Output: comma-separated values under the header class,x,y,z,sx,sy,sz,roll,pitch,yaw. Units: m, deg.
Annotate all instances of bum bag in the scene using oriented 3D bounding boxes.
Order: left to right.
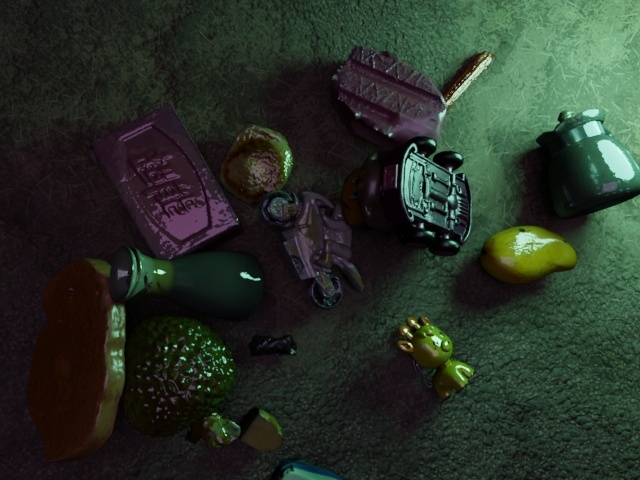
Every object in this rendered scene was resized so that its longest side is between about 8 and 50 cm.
class,x,y,z,sx,sy,sz,roll,pitch,yaw
bum bag,-0.123,0.271,1.232,0.124,0.034,0.058,1,92,-5

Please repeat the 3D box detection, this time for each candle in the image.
class,x,y,z,sx,sy,sz,roll,pitch,yaw
candle,0.383,-0.427,1.359,0.051,0.048,0.329,44,80,-13

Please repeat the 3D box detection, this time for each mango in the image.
class,x,y,z,sx,sy,sz,roll,pitch,yaw
mango,0.556,0.041,1.291,0.261,0.109,0.158,0,74,-10

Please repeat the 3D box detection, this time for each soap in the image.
class,x,y,z,sx,sy,sz,roll,pitch,yaw
soap,-0.381,-0.127,1.210,0.232,0.128,0.360,-30,86,-8
soap,0.184,-0.362,1.269,0.324,0.127,0.220,30,83,10

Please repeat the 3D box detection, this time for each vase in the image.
class,x,y,z,sx,sy,sz,roll,pitch,yaw
vase,-0.299,0.091,1.089,0.321,0.173,0.174,13,80,-45

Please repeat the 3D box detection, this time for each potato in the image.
class,x,y,z,sx,sy,sz,roll,pitch,yaw
potato,-0.142,0.473,1.192,0.103,0.066,0.096,42,105,-9

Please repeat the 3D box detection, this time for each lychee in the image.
class,x,y,z,sx,sy,sz,roll,pitch,yaw
lychee,-0.323,0.321,1.094,0.269,0.270,0.320,-6,74,-6

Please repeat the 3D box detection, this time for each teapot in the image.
class,x,y,z,sx,sy,sz,roll,pitch,yaw
teapot,0.745,-0.233,1.291,0.304,0.223,0.286,-16,78,-5

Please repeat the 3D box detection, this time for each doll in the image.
class,x,y,z,sx,sy,sz,roll,pitch,yaw
doll,0.291,0.293,1.236,0.221,0.135,0.143,47,49,7

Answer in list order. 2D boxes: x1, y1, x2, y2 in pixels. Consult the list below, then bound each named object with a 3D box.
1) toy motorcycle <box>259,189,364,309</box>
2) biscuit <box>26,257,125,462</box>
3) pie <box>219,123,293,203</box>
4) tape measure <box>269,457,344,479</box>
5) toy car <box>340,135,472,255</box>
class,x,y,z,sx,sy,sz,roll,pitch,yaw
toy motorcycle,0.000,0.000,1.239,0.222,0.107,0.341,-29,94,-20
biscuit,-0.549,0.267,1.081,0.078,0.349,0.456,14,79,-48
pie,-0.167,-0.199,1.258,0.178,0.084,0.205,26,87,-3
tape measure,-0.024,0.693,1.141,0.261,0.138,0.260,18,83,-3
toy car,0.218,-0.097,1.214,0.340,0.240,0.272,18,72,-40
